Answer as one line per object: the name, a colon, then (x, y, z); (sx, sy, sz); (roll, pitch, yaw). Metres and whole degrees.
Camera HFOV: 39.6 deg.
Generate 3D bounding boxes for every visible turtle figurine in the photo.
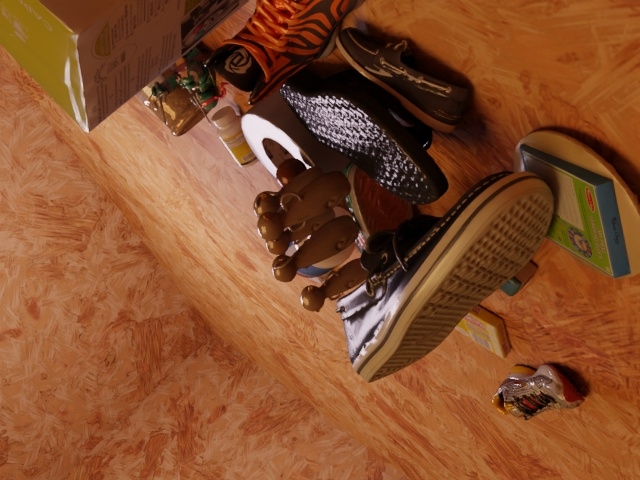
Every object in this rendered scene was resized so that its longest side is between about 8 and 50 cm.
turtle figurine: (-0.253, -0.313, 1.631); (0.175, 0.118, 0.234); (-19, 100, 56)

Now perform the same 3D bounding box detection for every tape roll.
tape roll: (-0.038, -0.158, 1.552); (0.219, 0.072, 0.219); (40, 162, 16)

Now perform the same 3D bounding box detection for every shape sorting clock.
shape sorting clock: (0.305, -0.042, 1.046); (0.206, 0.040, 0.206); (53, 168, 17)

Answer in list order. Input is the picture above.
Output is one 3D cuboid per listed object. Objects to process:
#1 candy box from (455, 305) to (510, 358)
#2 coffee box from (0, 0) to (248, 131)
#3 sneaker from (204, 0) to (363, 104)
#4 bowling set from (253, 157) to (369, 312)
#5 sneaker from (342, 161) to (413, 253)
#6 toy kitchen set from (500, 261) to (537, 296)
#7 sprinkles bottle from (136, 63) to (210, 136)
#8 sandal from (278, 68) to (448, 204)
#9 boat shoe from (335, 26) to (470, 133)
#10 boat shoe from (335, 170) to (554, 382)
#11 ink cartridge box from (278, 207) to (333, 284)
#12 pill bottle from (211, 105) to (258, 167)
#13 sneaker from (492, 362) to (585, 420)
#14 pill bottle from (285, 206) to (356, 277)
candy box: (0.251, 0.132, 1.616); (0.206, 0.027, 0.105); (32, 156, 39)
coffee box: (-0.296, -0.405, 1.128); (0.337, 0.334, 0.338); (46, 164, -1)
sneaker: (-0.052, -0.269, 1.127); (0.124, 0.180, 0.321); (43, 163, 10)
bowling set: (-0.045, -0.026, 1.424); (0.200, 0.154, 0.287); (47, 163, 39)
sneaker: (0.094, -0.026, 1.478); (0.121, 0.108, 0.302); (22, 153, 45)
toy kitchen set: (0.214, 0.094, 1.369); (0.122, 0.166, 0.207); (41, 163, 15)
sprinkles bottle: (-0.365, -0.369, 1.755); (0.355, 0.121, 0.121); (46, 164, -2)
sandal: (0.061, -0.182, 1.243); (0.167, 0.107, 0.446); (55, 174, -32)
boat shoe: (0.105, -0.218, 1.121); (0.206, 0.075, 0.065); (44, 121, 23)
boat shoe: (0.138, 0.039, 1.201); (0.156, 0.187, 0.500); (63, 153, 19)
ink cartridge box: (-0.058, 0.005, 2.030); (0.097, 0.046, 0.207); (20, 150, 54)
pill bottle: (-0.164, -0.206, 1.754); (0.065, 0.065, 0.116); (22, 151, 54)
sneaker: (0.374, 0.274, 1.539); (0.088, 0.093, 0.225); (46, 163, -2)
pill bottle: (0.000, 0.000, 1.741); (0.124, 0.124, 0.221); (46, 164, -3)
